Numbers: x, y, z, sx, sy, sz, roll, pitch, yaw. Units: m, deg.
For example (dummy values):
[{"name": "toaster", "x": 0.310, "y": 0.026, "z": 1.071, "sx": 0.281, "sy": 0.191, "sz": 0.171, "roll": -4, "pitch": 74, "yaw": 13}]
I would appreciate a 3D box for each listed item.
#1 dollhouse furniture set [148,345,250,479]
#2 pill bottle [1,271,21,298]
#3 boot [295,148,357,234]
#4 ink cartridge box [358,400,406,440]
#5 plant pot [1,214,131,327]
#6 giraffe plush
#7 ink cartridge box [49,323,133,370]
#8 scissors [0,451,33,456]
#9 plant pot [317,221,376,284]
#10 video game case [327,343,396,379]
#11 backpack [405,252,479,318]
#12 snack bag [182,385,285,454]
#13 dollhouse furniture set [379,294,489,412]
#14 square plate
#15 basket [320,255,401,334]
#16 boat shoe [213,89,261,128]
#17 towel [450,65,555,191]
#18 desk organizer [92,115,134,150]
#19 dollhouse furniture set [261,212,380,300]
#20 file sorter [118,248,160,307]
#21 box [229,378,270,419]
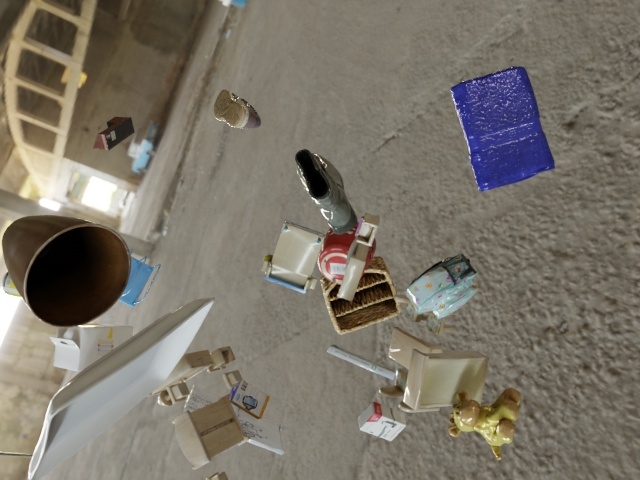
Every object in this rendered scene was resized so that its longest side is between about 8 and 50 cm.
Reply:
[{"name": "dollhouse furniture set", "x": -0.320, "y": 0.503, "z": 1.552, "sx": 0.174, "sy": 0.303, "sz": 0.355, "roll": -34, "pitch": 74, "yaw": 20}, {"name": "pill bottle", "x": -0.998, "y": 0.158, "z": 1.951, "sx": 0.103, "sy": 0.184, "sz": 0.103, "roll": 10, "pitch": -90, "yaw": -76}, {"name": "boot", "x": -0.006, "y": -0.138, "z": 1.157, "sx": 0.083, "sy": 0.161, "sz": 0.246, "roll": -31, "pitch": 50, "yaw": 4}, {"name": "ink cartridge box", "x": 0.215, "y": 0.629, "z": 1.949, "sx": 0.099, "sy": 0.135, "sz": 0.056, "roll": -56, "pitch": 19, "yaw": 27}, {"name": "plant pot", "x": -0.547, "y": 0.034, "z": 1.151, "sx": 0.230, "sy": 0.215, "sz": 0.215, "roll": 23, "pitch": 92, "yaw": 35}, {"name": "giraffe plush", "x": 0.473, "y": 0.518, "z": 1.650, "sx": 0.181, "sy": 0.170, "sz": 0.210, "roll": -55, "pitch": -23, "yaw": -50}, {"name": "ink cartridge box", "x": -0.486, "y": 0.223, "z": 1.183, "sx": 0.092, "sy": 0.143, "sz": 0.090, "roll": -1, "pitch": 83, "yaw": 34}, {"name": "scissors", "x": -0.732, "y": 0.424, "z": 1.127, "sx": 0.109, "sy": 0.297, "sz": 0.021, "roll": -35, "pitch": 43, "yaw": 58}, {"name": "plant pot", "x": 0.090, "y": 0.047, "z": 1.997, "sx": 0.191, "sy": 0.191, "sz": 0.174, "roll": -52, "pitch": 5, "yaw": 36}, {"name": "video game case", "x": 0.116, "y": 0.344, "z": 1.605, "sx": 0.212, "sy": 0.193, "sz": 0.023, "roll": 70, "pitch": -138, "yaw": -80}, {"name": "backpack", "x": 0.348, "y": 0.142, "z": 1.619, "sx": 0.166, "sy": 0.188, "sz": 0.144, "roll": 111, "pitch": 138, "yaw": -62}, {"name": "snack bag", "x": -0.270, "y": 0.573, "z": 1.809, "sx": 0.323, "sy": 0.342, "sz": 0.037, "roll": 155, "pitch": 139, "yaw": -82}, {"name": "dollhouse furniture set", "x": 0.321, "y": 0.402, "z": 1.883, "sx": 0.394, "sy": 0.256, "sz": 0.362, "roll": 21, "pitch": 104, "yaw": 63}, {"name": "square plate", "x": -0.374, "y": 0.266, "z": 1.030, "sx": 0.347, "sy": 0.049, "sz": 0.344, "roll": -37, "pitch": -12, "yaw": -48}, {"name": "basket", "x": 0.165, "y": 0.219, "z": 2.375, "sx": 0.299, "sy": 0.213, "sz": 0.223, "roll": -18, "pitch": 39, "yaw": 5}, {"name": "boat shoe", "x": -0.284, "y": -0.435, "z": 1.902, "sx": 0.285, "sy": 0.092, "sz": 0.103, "roll": 42, "pitch": 108, "yaw": 53}, {"name": "towel", "x": 0.498, "y": -0.308, "z": 1.555, "sx": 0.076, "sy": 0.228, "sz": 0.308, "roll": -174, "pitch": 67, "yaw": -83}, {"name": "desk organizer", "x": -0.557, "y": -0.288, "z": 1.500, "sx": 0.130, "sy": 0.050, "sz": 0.047, "roll": -64, "pitch": -24, "yaw": -54}, {"name": "dollhouse furniture set", "x": 0.000, "y": 0.000, "z": 1.733, "sx": 0.198, "sy": 0.303, "sz": 0.286, "roll": -66, "pitch": -6, "yaw": -68}, {"name": "file sorter", "x": -0.512, "y": 0.074, "z": 1.427, "sx": 0.104, "sy": 0.170, "sz": 0.118, "roll": -22, "pitch": 42, "yaw": 54}, {"name": "box", "x": -0.237, "y": 0.515, "z": 1.837, "sx": 0.028, "sy": 0.136, "sz": 0.081, "roll": -35, "pitch": 24, "yaw": 47}]
